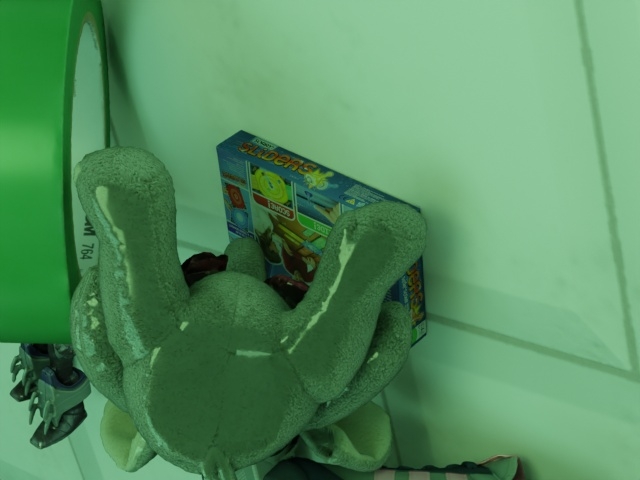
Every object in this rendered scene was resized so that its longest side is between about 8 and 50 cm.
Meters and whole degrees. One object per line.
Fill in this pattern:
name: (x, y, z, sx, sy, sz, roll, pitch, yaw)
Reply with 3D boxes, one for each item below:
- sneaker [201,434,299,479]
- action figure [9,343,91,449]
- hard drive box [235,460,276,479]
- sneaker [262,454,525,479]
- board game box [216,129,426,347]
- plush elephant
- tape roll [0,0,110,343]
sneaker: (-0.052, 0.215, 1.622, 0.235, 0.094, 0.153, 65, 153, 0)
action figure: (-0.286, 0.078, 1.777, 0.185, 0.099, 0.285, 40, 140, 34)
hard drive box: (-0.004, 0.331, 1.501, 0.089, 0.181, 0.232, -43, 39, 22)
sneaker: (0.105, 0.230, 1.413, 0.319, 0.131, 0.112, 20, 155, 28)
board game box: (0.000, 0.000, 1.429, 0.201, 0.035, 0.136, 26, 137, 34)
plush elephant: (-0.067, 0.096, 1.374, 0.255, 0.271, 0.330, -137, 51, -86)
tape roll: (-0.230, -0.074, 1.412, 0.077, 0.321, 0.321, 1, 131, 0)
